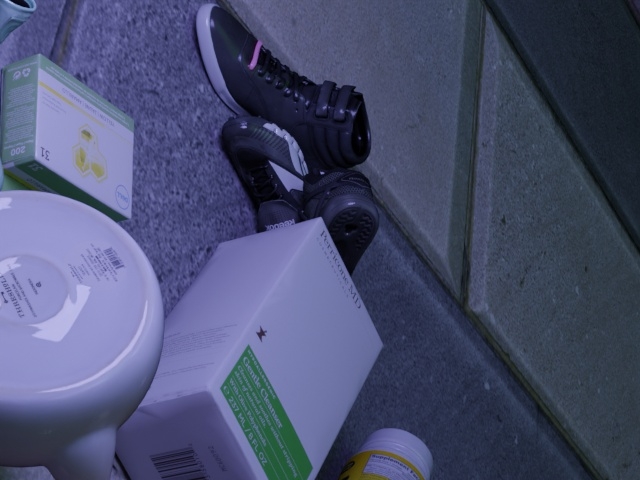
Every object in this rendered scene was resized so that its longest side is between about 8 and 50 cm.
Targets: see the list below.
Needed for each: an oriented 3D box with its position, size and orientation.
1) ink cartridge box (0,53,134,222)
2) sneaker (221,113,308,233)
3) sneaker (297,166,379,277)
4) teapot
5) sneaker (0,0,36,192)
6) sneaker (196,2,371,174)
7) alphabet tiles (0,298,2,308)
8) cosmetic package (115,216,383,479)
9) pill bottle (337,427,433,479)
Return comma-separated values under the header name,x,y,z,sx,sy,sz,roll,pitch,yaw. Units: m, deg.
name,x,y,z,sx,sy,sz,roll,pitch,yaw
ink cartridge box,-0.259,-0.047,1.696,0.171,0.056,0.235,36,45,-54
sneaker,-0.052,-0.058,2.083,0.234,0.078,0.106,53,32,-43
sneaker,0.000,0.000,2.039,0.087,0.227,0.130,18,37,-15
teapot,-0.257,0.092,1.417,0.187,0.253,0.256,107,-1,-51
sneaker,-0.315,-0.152,1.517,0.256,0.151,0.094,69,26,-20
sneaker,-0.035,-0.194,2.100,0.295,0.147,0.104,57,35,-34
alphabet tiles,-0.374,0.047,1.225,0.278,0.021,0.284,53,41,9
cosmetic package,-0.079,0.152,1.851,0.197,0.155,0.365,63,30,-21
pill bottle,0.069,0.335,2.101,0.119,0.119,0.208,67,28,-21
